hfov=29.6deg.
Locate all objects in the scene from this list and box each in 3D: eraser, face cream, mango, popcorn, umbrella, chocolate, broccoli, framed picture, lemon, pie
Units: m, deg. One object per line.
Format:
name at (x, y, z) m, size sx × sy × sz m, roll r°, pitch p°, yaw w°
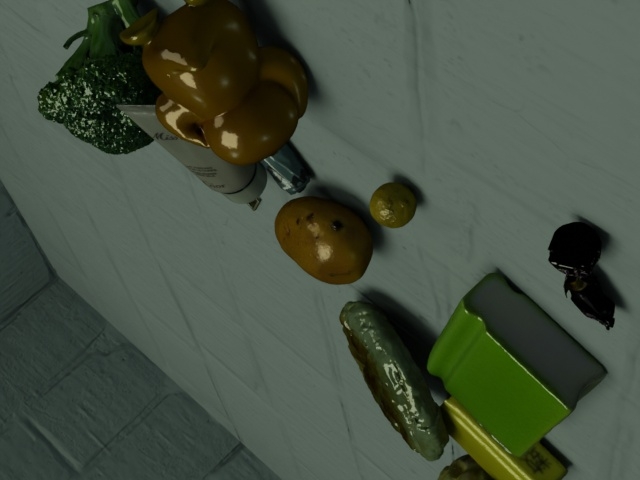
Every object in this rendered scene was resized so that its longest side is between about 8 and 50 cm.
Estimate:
eraser at (0.260, 0.178, 1.682) m, size 0.210 × 0.092 × 0.274 m, roll 44°, pitch 160°, yaw 10°
face cream at (-0.176, -0.146, 1.859) m, size 0.143 × 0.089 × 0.314 m, roll 5°, pitch 162°, yaw 24°
mango at (0.000, 0.000, 1.860) m, size 0.147 × 0.109 × 0.227 m, roll 49°, pitch 164°, yaw -19°
popcorn at (0.278, 0.455, 2.071) m, size 0.185 × 0.167 × 0.187 m, roll 49°, pitch 172°, yaw -30°
umbrella at (-0.102, -0.174, 1.825) m, size 0.250 × 0.052 × 0.053 m, roll 51°, pitch -164°, yaw -14°
chocolate at (0.295, 0.045, 1.374) m, size 0.147 × 0.070 × 0.072 m, roll 69°, pitch 180°, yaw -48°
broccoli at (-0.311, -0.254, 1.882) m, size 0.269 × 0.261 × 0.241 m, roll -109°, pitch 9°, yaw -78°
framed picture at (-0.141, -0.093, 2.145) m, size 0.089 × 0.007 × 0.066 m, roll 47°, pitch 162°, yaw 2°
lemon at (0.096, -0.047, 1.625) m, size 0.062 × 0.062 × 0.083 m, roll 51°, pitch 160°, yaw -11°
pie at (0.117, 0.231, 2.032) m, size 0.306 × 0.071 × 0.306 m, roll 62°, pitch 170°, yaw 19°
eraser at (0.288, 0.327, 1.957) m, size 0.226 × 0.069 × 0.158 m, roll 44°, pitch 163°, yaw 11°

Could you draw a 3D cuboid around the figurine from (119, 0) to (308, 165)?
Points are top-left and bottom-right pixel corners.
figurine at (-0.135, -0.217, 1.604) m, size 0.215 × 0.215 × 0.228 m, roll 30°, pitch 169°, yaw 41°
